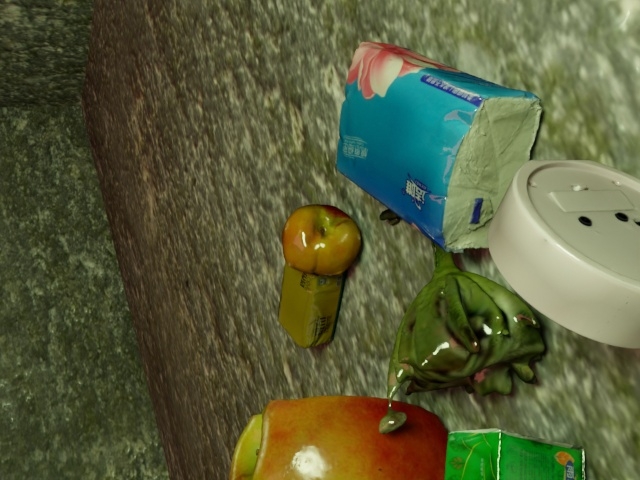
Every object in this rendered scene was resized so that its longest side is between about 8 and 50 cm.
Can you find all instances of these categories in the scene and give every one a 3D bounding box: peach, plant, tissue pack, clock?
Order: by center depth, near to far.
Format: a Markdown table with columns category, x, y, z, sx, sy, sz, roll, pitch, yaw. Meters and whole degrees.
| category | x | y | z | sx | sy | sz | roll | pitch | yaw |
| --- | --- | --- | --- | --- | --- | --- | --- | --- | --- |
| clock | 0.260 | 0.004 | 0.587 | 0.197 | 0.197 | 0.068 | 56 | 142 | 38 |
| tissue pack | 0.206 | 0.339 | 0.740 | 0.156 | 0.148 | 0.209 | -31 | 46 | 57 |
| tissue pack | 0.135 | -0.127 | 0.836 | 0.270 | 0.137 | 0.209 | 43 | 134 | 47 |
| plant | 0.146 | 0.056 | 0.842 | 0.251 | 0.180 | 0.333 | -38 | 60 | 45 |
| peach | 0.067 | 0.397 | 0.918 | 0.242 | 0.381 | 0.306 | -39 | 37 | 58 |
| peach | 0.000 | 0.000 | 1.112 | 0.138 | 0.138 | 0.138 | 21 | 115 | 57 |
| tissue pack | -0.022 | 0.105 | 1.221 | 0.120 | 0.082 | 0.169 | 44 | 133 | 46 |
